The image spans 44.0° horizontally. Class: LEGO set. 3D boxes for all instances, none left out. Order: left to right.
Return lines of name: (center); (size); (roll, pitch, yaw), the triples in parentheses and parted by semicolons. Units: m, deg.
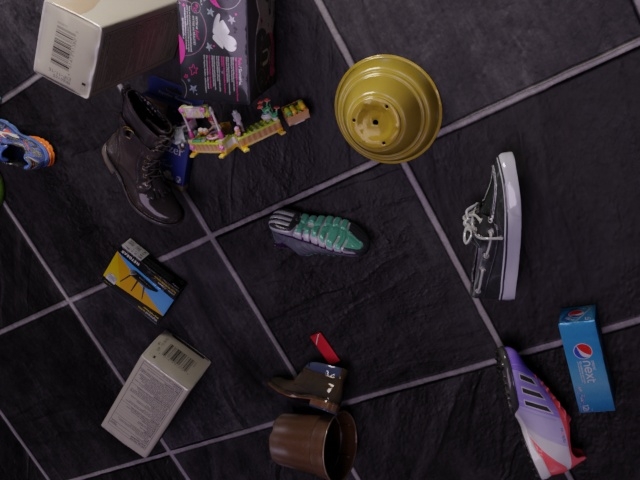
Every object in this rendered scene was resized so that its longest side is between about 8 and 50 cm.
LEGO set: (-0.172, -0.243, 1.564); (0.286, 0.132, 0.107); (-9, 122, 18)

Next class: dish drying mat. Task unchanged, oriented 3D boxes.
dish drying mat: (0.010, 0.250, 1.831); (0.032, 0.008, 0.083); (-28, 102, 29)

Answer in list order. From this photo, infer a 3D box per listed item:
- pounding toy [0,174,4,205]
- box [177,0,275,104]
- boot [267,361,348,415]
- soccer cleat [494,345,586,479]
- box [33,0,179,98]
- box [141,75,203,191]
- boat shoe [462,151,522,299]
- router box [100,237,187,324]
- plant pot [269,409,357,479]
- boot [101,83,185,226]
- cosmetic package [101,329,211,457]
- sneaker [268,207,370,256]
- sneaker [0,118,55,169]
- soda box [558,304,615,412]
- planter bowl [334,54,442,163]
pounding toy: (-0.898, -0.152, 1.941); (0.182, 0.110, 0.237); (-23, 105, 29)
box: (-0.170, -0.400, 1.493); (0.142, 0.163, 0.247); (9, 118, 14)
boot: (-0.026, 0.330, 1.859); (0.219, 0.106, 0.082); (12, 166, 39)
soccer cleat: (0.455, 0.349, 1.657); (0.116, 0.109, 0.318); (-21, 105, 8)
box: (-0.385, -0.393, 1.495); (0.121, 0.311, 0.148); (27, 121, 7)
box: (-0.335, -0.231, 1.719); (0.136, 0.036, 0.225); (22, 120, 11)
boat shoe: (0.323, -0.022, 1.510); (0.104, 0.113, 0.306); (-1, 124, 7)
router box: (-0.426, 0.100, 1.911); (0.179, 0.046, 0.133); (38, 123, 1)
plant pot: (-0.021, 0.479, 1.876); (0.165, 0.167, 0.167); (-1, 114, 31)
boot: (-0.350, -0.166, 1.639); (0.263, 0.091, 0.229); (49, 143, -2)
cosmetic package: (-0.416, 0.388, 2.001); (0.153, 0.129, 0.296); (36, 122, 0)
sneaker: (0.000, 0.000, 1.687); (0.223, 0.083, 0.098); (18, 143, 16)
sneaker: (-0.734, -0.224, 1.852); (0.221, 0.087, 0.083); (18, 119, 13)
soda box: (0.532, 0.236, 1.578); (0.071, 0.067, 0.210); (-10, 111, 25)
planter bowl: (0.116, -0.234, 1.502); (0.217, 0.090, 0.217); (9, 117, 17)
